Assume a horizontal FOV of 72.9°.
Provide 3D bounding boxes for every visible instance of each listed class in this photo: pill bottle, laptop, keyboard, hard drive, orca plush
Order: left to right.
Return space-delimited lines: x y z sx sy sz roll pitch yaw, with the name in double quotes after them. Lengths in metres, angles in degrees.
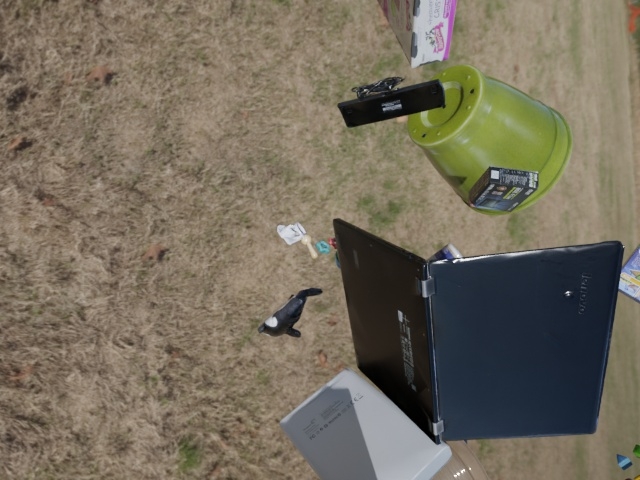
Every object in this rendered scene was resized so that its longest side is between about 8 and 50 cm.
-0.077 0.223 1.239 0.102 0.287 0.151 46 35 -1 "orca plush"
0.083 0.447 0.981 0.233 0.353 0.047 -33 116 -21 "hard drive"
0.128 -0.267 0.799 0.100 0.192 0.038 50 33 -62 "keyboard"
0.416 0.094 1.521 0.094 0.169 0.094 45 16 -17 "pill bottle"
0.248 0.148 0.792 0.237 0.408 0.381 -22 117 -23 "laptop"

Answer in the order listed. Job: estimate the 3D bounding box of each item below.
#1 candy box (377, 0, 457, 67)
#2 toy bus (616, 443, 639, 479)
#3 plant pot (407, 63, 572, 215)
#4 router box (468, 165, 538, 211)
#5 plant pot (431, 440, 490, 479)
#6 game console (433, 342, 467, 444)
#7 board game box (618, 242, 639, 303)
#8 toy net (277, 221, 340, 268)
0.154 -0.435 0.733 0.159 0.071 0.233 76 0 -60 "candy box"
0.853 0.626 1.066 0.104 0.202 0.191 47 56 -15 "toy bus"
0.446 -0.300 1.229 0.353 0.367 0.366 22 68 -36 "plant pot"
0.359 -0.100 0.862 0.122 0.092 0.038 92 5 -72 "router box"
0.260 0.518 0.977 0.110 0.237 0.237 -28 109 -22 "plant pot"
0.334 0.462 1.298 0.386 0.060 0.341 43 36 -28 "game console"
0.860 0.114 1.080 0.136 0.201 0.035 -54 157 3 "board game box"
0.000 0.000 1.143 0.232 0.045 0.122 29 38 -3 "toy net"
